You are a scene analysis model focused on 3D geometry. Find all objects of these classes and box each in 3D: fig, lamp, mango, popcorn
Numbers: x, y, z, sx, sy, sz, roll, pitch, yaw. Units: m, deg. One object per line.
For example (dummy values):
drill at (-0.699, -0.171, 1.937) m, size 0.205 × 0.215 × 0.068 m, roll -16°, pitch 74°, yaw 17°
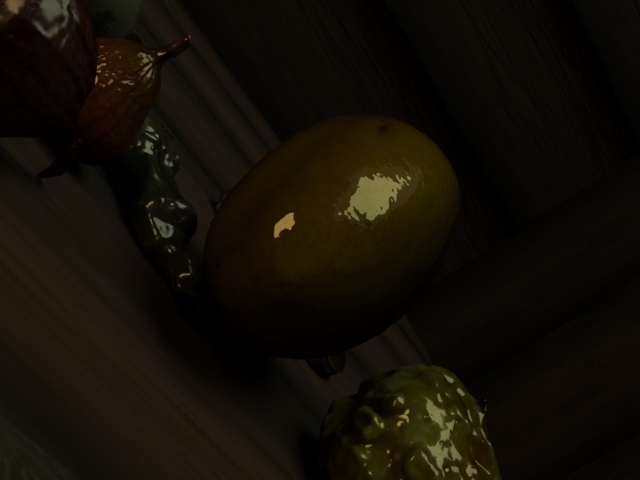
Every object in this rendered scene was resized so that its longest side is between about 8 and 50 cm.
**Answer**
fig at (-0.196, -0.134, 0.976) m, size 0.119 × 0.153 × 0.119 m, roll 31°, pitch 47°, yaw -39°
lamp at (-0.257, -0.260, 1.249) m, size 0.121 × 0.121 × 0.214 m, roll 59°, pitch -3°, yaw 20°
mango at (0.000, 0.000, 1.113) m, size 0.220 × 0.301 × 0.445 m, roll 52°, pitch 16°, yaw 8°
fig at (-0.208, -0.110, 0.792) m, size 0.146 × 0.134 × 0.201 m, roll -104°, pitch 171°, yaw -46°
popcorn at (0.112, 0.244, 1.168) m, size 0.266 × 0.192 × 0.233 m, roll 25°, pitch 34°, yaw -60°

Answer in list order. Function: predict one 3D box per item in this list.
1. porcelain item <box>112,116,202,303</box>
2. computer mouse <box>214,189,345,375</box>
porcelain item at (-0.159, -0.028, 1.079) m, size 0.081 × 0.069 × 0.215 m, roll 58°, pitch 7°, yaw -51°
computer mouse at (-0.044, 0.052, 1.575) m, size 0.310 × 0.072 × 0.158 m, roll 58°, pitch 7°, yaw 10°
